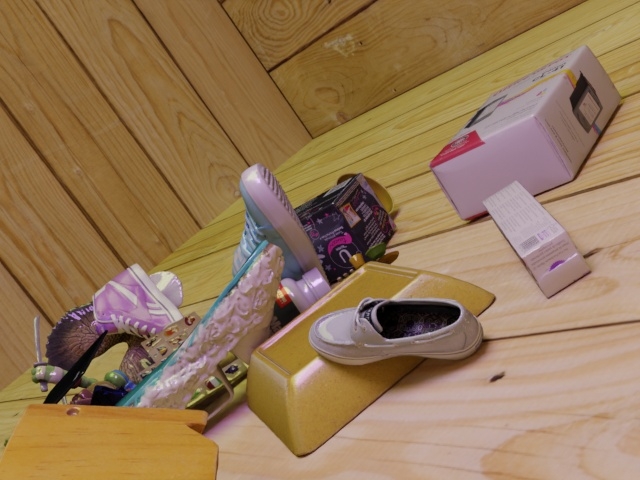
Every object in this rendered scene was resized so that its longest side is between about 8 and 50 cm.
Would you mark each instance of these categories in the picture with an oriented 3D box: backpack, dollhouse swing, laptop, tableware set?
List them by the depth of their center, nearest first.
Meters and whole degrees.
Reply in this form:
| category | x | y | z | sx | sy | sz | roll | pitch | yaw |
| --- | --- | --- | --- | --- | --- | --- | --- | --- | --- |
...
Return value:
| category | x | y | z | sx | sy | sz | roll | pitch | yaw |
| --- | --- | --- | --- | --- | --- | --- | --- | --- | --- |
| dollhouse swing | -0.282 | 0.409 | 1.034 | 0.315 | 0.305 | 0.347 | 3 | 24 | -3 |
| tableware set | 0.084 | 0.043 | 1.505 | 0.104 | 0.024 | 0.154 | -34 | -22 | 10 |
| laptop | -0.408 | 0.317 | 1.546 | 0.136 | 0.264 | 0.234 | -12 | 11 | -1 |
| backpack | -0.341 | 0.302 | 1.600 | 0.101 | 0.120 | 0.098 | -145 | 68 | -79 |

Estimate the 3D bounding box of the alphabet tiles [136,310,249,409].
| category | x | y | z | sx | sy | sz | roll | pitch | yaw |
| --- | --- | --- | --- | --- | --- | --- | --- | --- | --- |
| alphabet tiles | -0.230 | 0.209 | 1.655 | 0.198 | 0.009 | 0.237 | -31 | 34 | -17 |

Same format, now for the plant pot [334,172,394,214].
| category | x | y | z | sx | sy | sz | roll | pitch | yaw |
| --- | --- | --- | --- | --- | --- | --- | --- | --- | --- |
| plant pot | 0.076 | -0.064 | 1.952 | 0.134 | 0.134 | 0.095 | -49 | -9 | -51 |

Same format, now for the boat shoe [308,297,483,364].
| category | x | y | z | sx | sy | sz | roll | pitch | yaw |
| --- | --- | --- | --- | --- | --- | --- | --- | --- | --- |
| boat shoe | 0.081 | 0.100 | 1.125 | 0.227 | 0.081 | 0.079 | -4 | 53 | 26 |

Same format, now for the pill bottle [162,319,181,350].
| category | x | y | z | sx | sy | sz | roll | pitch | yaw |
| --- | --- | --- | --- | --- | --- | --- | --- | --- | --- |
| pill bottle | -0.263 | 0.223 | 1.758 | 0.094 | 0.094 | 0.169 | -35 | 19 | 2 |

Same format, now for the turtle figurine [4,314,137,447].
| category | x | y | z | sx | sy | sz | roll | pitch | yaw |
| --- | --- | --- | --- | --- | --- | --- | --- | --- | --- |
| turtle figurine | -0.512 | 0.340 | 1.787 | 0.266 | 0.275 | 0.198 | -55 | -12 | -50 |

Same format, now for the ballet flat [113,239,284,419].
| category | x | y | z | sx | sy | sz | roll | pitch | yaw |
| --- | --- | --- | --- | --- | --- | --- | --- | --- | --- |
| ballet flat | -0.168 | 0.182 | 1.453 | 0.409 | 0.147 | 0.147 | -48 | 9 | 8 |

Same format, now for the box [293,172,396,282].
| category | x | y | z | sx | sy | sz | roll | pitch | yaw |
| --- | --- | --- | --- | --- | --- | --- | --- | --- | --- |
| box | 0.000 | 0.000 | 1.822 | 0.247 | 0.142 | 0.163 | -26 | 13 | 33 |

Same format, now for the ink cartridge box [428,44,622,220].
| category | x | y | z | sx | sy | sz | roll | pitch | yaw |
| --- | --- | --- | --- | --- | --- | --- | --- | --- | --- |
| ink cartridge box | 0.355 | -0.186 | 1.587 | 0.226 | 0.131 | 0.306 | -25 | 16 | 42 |

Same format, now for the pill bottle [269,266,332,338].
| category | x | y | z | sx | sy | sz | roll | pitch | yaw |
| --- | --- | --- | --- | --- | --- | --- | --- | --- | --- |
| pill bottle | -0.059 | 0.126 | 1.549 | 0.180 | 0.108 | 0.108 | -35 | 11 | -1 |

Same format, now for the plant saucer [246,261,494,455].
| category | x | y | z | sx | sy | sz | roll | pitch | yaw |
| --- | --- | --- | --- | --- | --- | --- | --- | --- | --- |
| plant saucer | 0.038 | 0.135 | 1.311 | 0.333 | 0.081 | 0.333 | -37 | 12 | -12 |

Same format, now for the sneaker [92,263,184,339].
| category | x | y | z | sx | sy | sz | roll | pitch | yaw |
| --- | --- | --- | --- | --- | --- | --- | --- | --- | --- |
| sneaker | -0.383 | 0.185 | 1.966 | 0.161 | 0.102 | 0.282 | -34 | 52 | -21 |

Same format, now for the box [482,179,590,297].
| category | x | y | z | sx | sy | sz | roll | pitch | yaw |
| --- | --- | --- | --- | --- | --- | --- | --- | --- | --- |
| box | 0.282 | -0.011 | 1.242 | 0.067 | 0.063 | 0.324 | -32 | 12 | 8 |

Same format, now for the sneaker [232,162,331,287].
| category | x | y | z | sx | sy | sz | roll | pitch | yaw |
| --- | --- | --- | --- | --- | --- | --- | --- | --- | --- |
| sneaker | -0.090 | 0.021 | 1.589 | 0.150 | 0.366 | 0.135 | -28 | 50 | -2 |

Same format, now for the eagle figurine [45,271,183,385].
| category | x | y | z | sx | sy | sz | roll | pitch | yaw |
| --- | --- | --- | --- | --- | --- | --- | --- | --- | --- |
| eagle figurine | -0.430 | 0.220 | 2.076 | 0.226 | 0.225 | 0.298 | -16 | 9 | 32 |
